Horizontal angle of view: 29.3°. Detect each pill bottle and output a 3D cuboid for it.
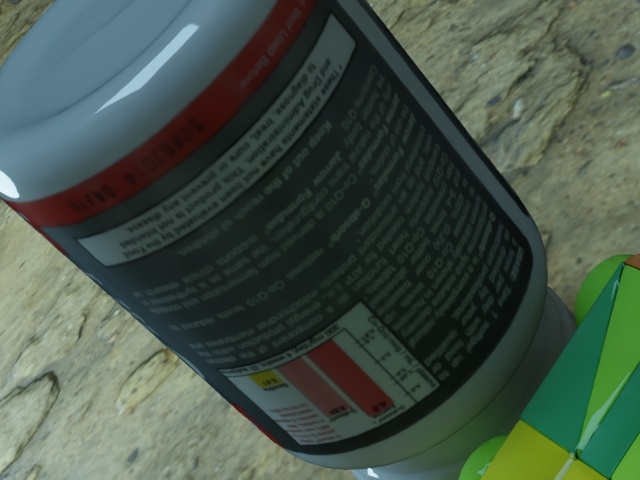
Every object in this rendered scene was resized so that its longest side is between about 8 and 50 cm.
[{"bbox_3d":[0.000,0.000,0.701,0.210,0.363,0.210,-30,33,21],"label":"pill bottle"}]

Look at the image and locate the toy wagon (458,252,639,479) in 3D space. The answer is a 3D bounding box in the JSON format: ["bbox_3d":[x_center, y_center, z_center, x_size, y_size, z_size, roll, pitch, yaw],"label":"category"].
[{"bbox_3d":[0.161,0.147,0.559,0.344,0.068,0.267,-56,30,-2],"label":"toy wagon"}]
